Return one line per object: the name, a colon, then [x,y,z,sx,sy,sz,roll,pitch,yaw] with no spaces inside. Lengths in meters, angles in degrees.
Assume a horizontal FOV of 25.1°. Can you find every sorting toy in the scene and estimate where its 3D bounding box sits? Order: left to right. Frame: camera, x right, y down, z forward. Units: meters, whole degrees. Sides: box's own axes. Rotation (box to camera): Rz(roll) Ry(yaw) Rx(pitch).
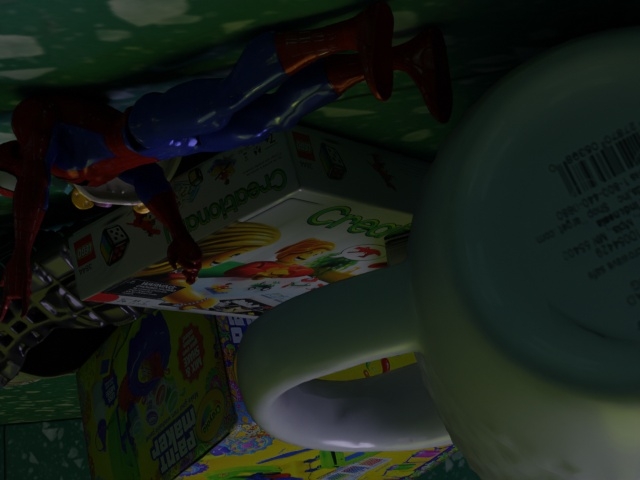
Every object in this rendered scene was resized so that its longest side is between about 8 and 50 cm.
sorting toy: [-0.142,-0.045,0.899,0.083,0.045,0.075,4,-174,-34]

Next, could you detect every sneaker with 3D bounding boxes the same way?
sneaker: [-0.298,0.104,1.521,0.270,0.090,0.145,-16,177,26]
sneaker: [-0.211,0.023,1.099,0.267,0.106,0.101,-26,133,17]

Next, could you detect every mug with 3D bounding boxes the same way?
mug: [0.138,0.046,0.771,0.374,0.276,0.328,-15,159,15]

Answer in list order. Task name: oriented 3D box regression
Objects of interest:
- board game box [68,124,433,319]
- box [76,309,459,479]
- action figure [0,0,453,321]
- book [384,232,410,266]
board game box: [0.000,0.000,1.016,0.193,0.053,0.305,-26,159,32]
box: [-0.039,0.146,1.350,0.279,0.177,0.290,3,151,-33]
action figure: [-0.072,-0.027,0.749,0.280,0.139,0.091,-7,168,33]
book: [0.098,0.022,1.022,0.096,0.035,0.144,-18,162,-1]
